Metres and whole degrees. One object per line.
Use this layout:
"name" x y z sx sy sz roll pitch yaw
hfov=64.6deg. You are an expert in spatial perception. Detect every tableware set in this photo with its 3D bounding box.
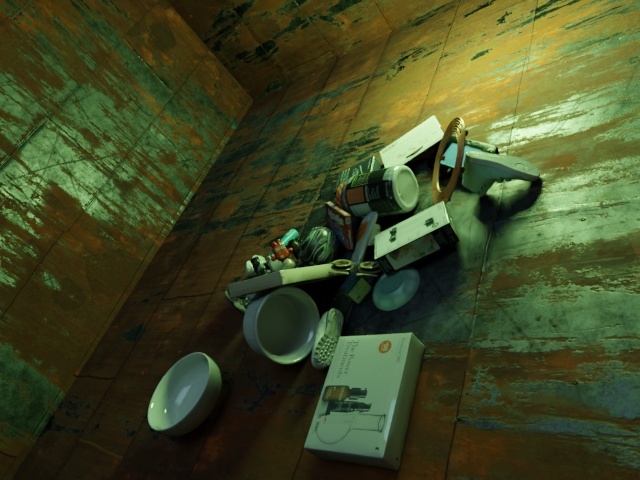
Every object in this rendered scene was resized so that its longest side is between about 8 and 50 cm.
"tableware set" 0.132 0.090 1.885 0.194 0.039 0.128 3 17 18

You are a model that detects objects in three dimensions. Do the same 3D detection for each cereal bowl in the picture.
"cereal bowl" -0.520 0.627 2.023 0.339 0.141 0.339 -29 35 23

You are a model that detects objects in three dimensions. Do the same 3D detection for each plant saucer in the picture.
"plant saucer" 0.258 0.157 1.794 0.195 0.037 0.195 -29 35 23

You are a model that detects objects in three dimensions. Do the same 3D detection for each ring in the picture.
"ring" 0.481 -0.287 1.880 0.336 0.032 0.337 -170 90 -87

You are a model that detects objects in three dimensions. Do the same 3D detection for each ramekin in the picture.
"ramekin" -0.149 0.309 1.861 0.135 0.277 0.277 -9 45 54

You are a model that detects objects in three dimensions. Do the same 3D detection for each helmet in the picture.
"helmet" -0.001 0.028 2.120 0.161 0.169 0.169 -41 28 34

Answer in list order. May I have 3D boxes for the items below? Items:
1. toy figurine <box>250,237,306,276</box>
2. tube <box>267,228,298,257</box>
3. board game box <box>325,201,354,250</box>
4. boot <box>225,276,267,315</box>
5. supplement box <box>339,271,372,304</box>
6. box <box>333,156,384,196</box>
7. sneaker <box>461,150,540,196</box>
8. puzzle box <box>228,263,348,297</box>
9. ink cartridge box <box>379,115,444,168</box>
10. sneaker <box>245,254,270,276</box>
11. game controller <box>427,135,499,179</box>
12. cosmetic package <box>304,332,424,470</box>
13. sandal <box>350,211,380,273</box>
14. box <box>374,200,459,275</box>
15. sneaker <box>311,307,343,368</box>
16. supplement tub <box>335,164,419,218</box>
"toy figurine" -0.172 0.102 2.186 0.209 0.148 0.213 -36 -13 22
"tube" -0.179 0.018 2.369 0.207 0.052 0.080 -45 -6 -44
"board game box" 0.078 -0.066 2.123 0.027 0.145 0.281 -10 17 -13
"boot" -0.332 0.238 2.331 0.178 0.085 0.236 -45 31 -10
"supplement box" 0.131 0.177 1.867 0.083 0.083 0.056 -50 32 -10
"box" 0.179 -0.265 2.308 0.207 0.108 0.153 -18 40 34
"sneaker" 0.625 -0.218 1.779 0.255 0.151 0.094 18 41 20
"puzzle box" -0.112 0.148 1.941 0.272 0.408 0.052 -18 81 37
"ink cartridge box" 0.411 -0.401 2.228 0.296 0.066 0.261 -32 28 19
"sneaker" -0.274 0.126 2.368 0.115 0.091 0.232 2 11 4
"game controller" 0.553 -0.324 1.994 0.166 0.067 0.319 -46 31 -4
"cosmetic package" 0.136 0.466 1.516 0.284 0.097 0.377 -11 44 38
"sandal" 0.187 0.017 2.015 0.102 0.076 0.265 5 76 68
"box" 0.337 -0.008 1.811 0.289 0.087 0.169 -28 25 19
"sneaker" 0.014 0.357 1.808 0.094 0.090 0.235 -29 28 45
"supplement tub" 0.227 -0.191 2.086 0.316 0.193 0.194 -6 48 44
